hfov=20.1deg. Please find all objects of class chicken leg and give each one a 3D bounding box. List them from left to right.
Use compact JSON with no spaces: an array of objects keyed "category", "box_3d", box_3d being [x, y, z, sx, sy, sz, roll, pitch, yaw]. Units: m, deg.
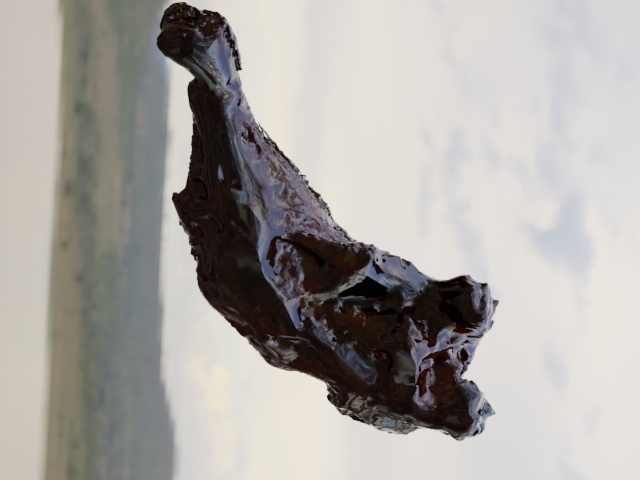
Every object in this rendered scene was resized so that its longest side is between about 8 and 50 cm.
[{"category":"chicken leg","box_3d":[-0.004,0.004,0.685,0.089,0.219,0.048,-33,-156,25]}]
